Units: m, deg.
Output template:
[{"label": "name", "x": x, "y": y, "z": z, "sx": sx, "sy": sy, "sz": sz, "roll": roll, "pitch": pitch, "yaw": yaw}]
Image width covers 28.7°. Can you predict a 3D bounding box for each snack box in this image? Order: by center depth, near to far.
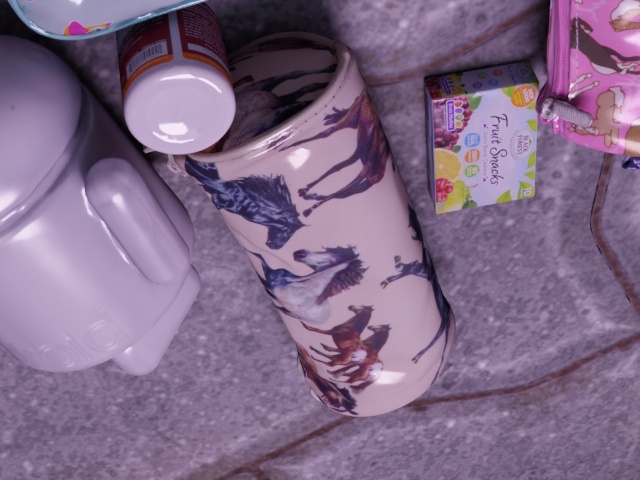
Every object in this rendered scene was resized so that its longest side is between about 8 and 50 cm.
[{"label": "snack box", "x": 0.151, "y": -0.095, "z": 1.175, "sx": 0.100, "sy": 0.037, "sz": 0.141, "roll": -11, "pitch": 134, "yaw": -4}]

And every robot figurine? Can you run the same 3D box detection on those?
[{"label": "robot figurine", "x": -0.240, "y": -0.028, "z": 1.038, "sx": 0.300, "sy": 0.200, "sz": 0.353, "roll": 2, "pitch": 144, "yaw": 35}]

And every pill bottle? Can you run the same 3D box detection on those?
[{"label": "pill bottle", "x": -0.117, "y": -0.145, "z": 0.987, "sx": 0.086, "sy": 0.152, "sz": 0.086, "roll": -6, "pitch": 134, "yaw": -7}]

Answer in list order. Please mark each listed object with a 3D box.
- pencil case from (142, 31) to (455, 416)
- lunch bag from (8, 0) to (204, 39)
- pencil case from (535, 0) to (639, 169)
[{"label": "pencil case", "x": 0.000, "y": 0.000, "z": 1.148, "sx": 0.183, "sy": 0.160, "sz": 0.410, "roll": -13, "pitch": 135, "yaw": 13}, {"label": "lunch bag", "x": -0.150, "y": -0.288, "z": 0.874, "sx": 0.224, "sy": 0.108, "sz": 0.279, "roll": -15, "pitch": 134, "yaw": 2}, {"label": "pencil case", "x": 0.251, "y": -0.241, "z": 0.978, "sx": 0.160, "sy": 0.167, "sz": 0.386, "roll": 12, "pitch": 138, "yaw": 20}]
